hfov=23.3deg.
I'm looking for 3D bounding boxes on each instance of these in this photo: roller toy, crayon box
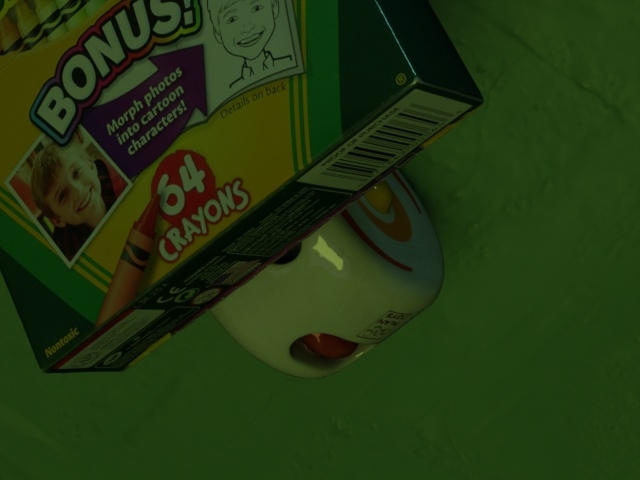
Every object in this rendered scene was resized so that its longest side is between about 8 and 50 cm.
[{"bbox_3d":[0.000,0.000,1.223,0.146,0.191,0.209,-37,108,25],"label":"roller toy"},{"bbox_3d":[-0.110,-0.129,1.123,0.363,0.106,0.313,-37,68,25],"label":"crayon box"}]
